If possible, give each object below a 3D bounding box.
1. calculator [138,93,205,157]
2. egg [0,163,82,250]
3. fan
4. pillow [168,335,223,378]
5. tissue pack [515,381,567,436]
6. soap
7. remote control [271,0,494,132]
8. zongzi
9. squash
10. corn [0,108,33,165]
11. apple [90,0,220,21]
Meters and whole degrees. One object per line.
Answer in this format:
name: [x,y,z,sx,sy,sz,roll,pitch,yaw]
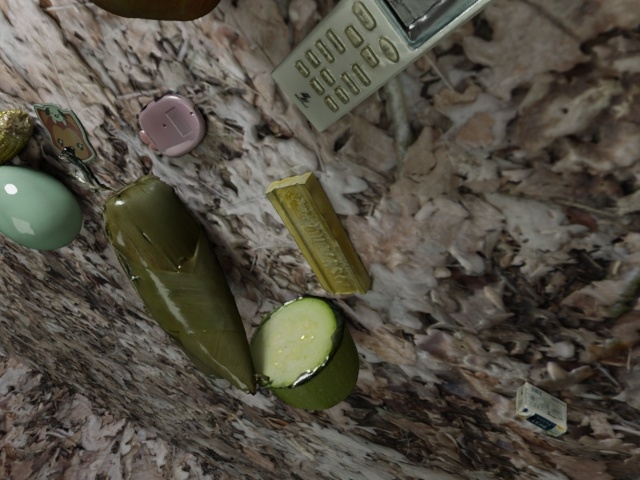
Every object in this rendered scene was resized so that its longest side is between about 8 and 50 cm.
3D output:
calculator: [-0.263,-0.195,0.741,0.166,0.024,0.103,-14,121,39]
egg: [-0.668,-0.077,0.990,0.231,0.168,0.168,42,138,-5]
fan: [-0.531,-0.192,0.919,0.132,0.009,0.220,16,135,19]
pillow: [-0.379,0.365,1.338,0.130,0.033,0.217,-15,120,36]
tissue pack: [0.408,0.312,0.788,0.083,0.062,0.042,27,133,5]
soap: [0.000,-0.001,0.758,0.092,0.037,0.252,-6,126,37]
remote control: [0.063,-0.235,0.482,0.103,0.055,0.277,47,137,-17]
zongzi: [-0.272,0.039,0.796,0.418,0.181,0.447,32,146,44]
squash: [-0.036,0.224,0.874,0.220,0.220,0.133,4,141,29]
corn: [-0.743,-0.214,0.966,0.320,0.097,0.097,-12,122,36]
apple: [-0.182,-0.331,0.441,0.188,0.188,0.174,25,133,9]
